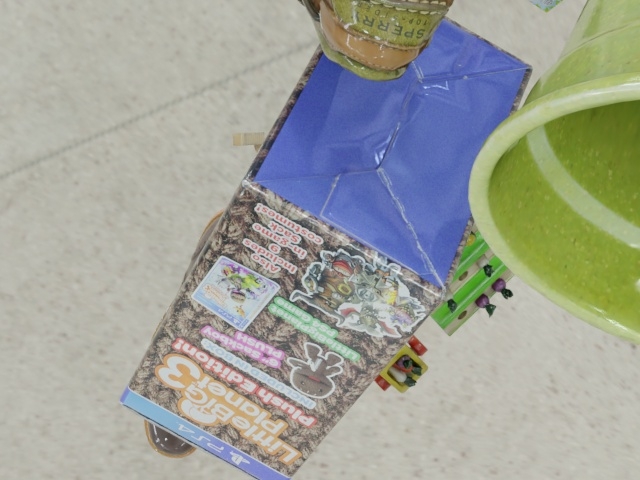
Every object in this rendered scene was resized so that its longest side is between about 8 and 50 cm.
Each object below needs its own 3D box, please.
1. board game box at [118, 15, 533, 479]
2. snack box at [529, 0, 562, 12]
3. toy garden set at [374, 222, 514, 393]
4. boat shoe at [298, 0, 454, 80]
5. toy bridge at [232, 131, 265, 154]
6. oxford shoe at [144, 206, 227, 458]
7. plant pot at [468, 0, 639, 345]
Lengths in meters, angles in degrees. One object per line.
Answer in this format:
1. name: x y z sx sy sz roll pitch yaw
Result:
1. board game box: 0.000 0.000 0.988 0.141 0.291 0.232 30 49 -4
2. snack box: 0.213 -0.305 1.338 0.100 0.037 0.141 32 65 -12
3. toy garden set: 0.110 0.062 1.454 0.204 0.244 0.049 -44 58 0
4. boat shoe: 0.020 -0.179 0.831 0.110 0.307 0.104 13 111 -4
5. toy bridge: -0.068 -0.038 1.668 0.026 0.063 0.188 -1 96 50
6. oxford shoe: -0.123 0.097 1.383 0.096 0.098 0.271 16 98 -2
7. plant pot: 0.242 -0.099 0.715 0.276 0.276 0.254 9 63 20
